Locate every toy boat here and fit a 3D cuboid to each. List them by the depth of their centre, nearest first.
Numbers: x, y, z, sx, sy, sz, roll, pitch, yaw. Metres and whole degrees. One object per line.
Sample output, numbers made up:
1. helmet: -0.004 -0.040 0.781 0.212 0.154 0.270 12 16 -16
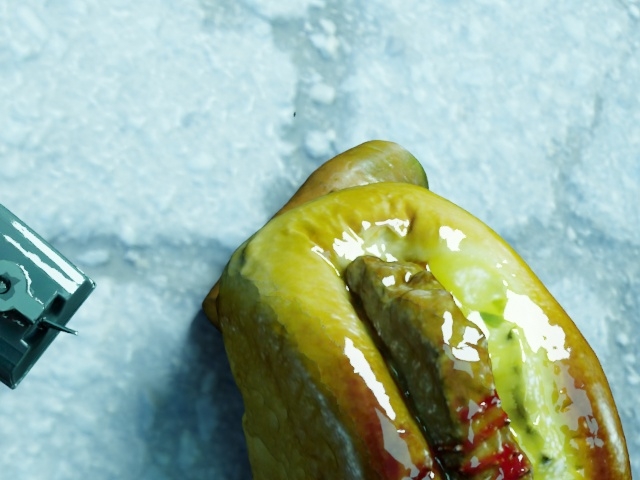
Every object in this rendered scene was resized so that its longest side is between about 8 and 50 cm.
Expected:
1. toy boat: -0.259 -0.008 1.142 0.246 0.103 0.093 38 77 -4

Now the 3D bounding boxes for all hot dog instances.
1. hot dog: 0.079 0.168 1.179 0.185 0.223 0.405 -20 106 -32

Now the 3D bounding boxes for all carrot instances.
1. carrot: 0.000 0.000 1.288 0.193 0.087 0.087 -41 102 -30
